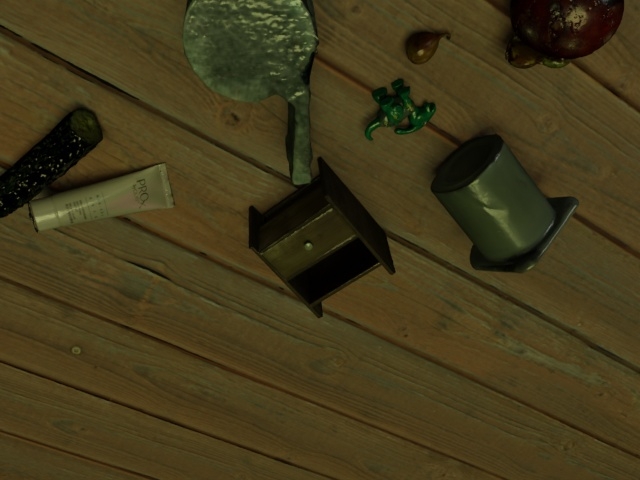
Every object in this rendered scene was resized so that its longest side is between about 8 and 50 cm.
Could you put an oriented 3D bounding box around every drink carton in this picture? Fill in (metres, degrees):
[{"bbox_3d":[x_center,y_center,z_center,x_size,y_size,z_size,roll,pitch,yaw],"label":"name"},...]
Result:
[{"bbox_3d":[0.305,-0.065,1.232,0.189,0.191,0.185,43,73,-21],"label":"drink carton"}]

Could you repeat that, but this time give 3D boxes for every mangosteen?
[{"bbox_3d":[0.372,-0.345,1.073,0.166,0.166,0.180,6,149,-9],"label":"mangosteen"}]

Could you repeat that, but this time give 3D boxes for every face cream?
[{"bbox_3d":[-0.387,-0.070,1.227,0.243,0.058,0.092,-16,126,-16],"label":"face cream"}]

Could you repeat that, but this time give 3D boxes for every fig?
[{"bbox_3d":[0.178,-0.321,1.132,0.083,0.050,0.050,-28,124,-8],"label":"fig"}]

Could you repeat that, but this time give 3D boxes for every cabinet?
[{"bbox_3d":[0.000,0.000,1.269,0.174,0.148,0.215,-33,120,16],"label":"cabinet"}]

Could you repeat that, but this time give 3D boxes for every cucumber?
[{"bbox_3d":[-0.497,-0.116,1.192,0.300,0.072,0.072,-33,121,19],"label":"cucumber"}]

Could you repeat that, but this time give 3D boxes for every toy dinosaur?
[{"bbox_3d":[0.133,-0.217,1.193,0.132,0.059,0.096,-31,127,6],"label":"toy dinosaur"}]

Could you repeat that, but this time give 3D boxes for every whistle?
[{"bbox_3d":[-0.068,-0.281,1.063,0.188,0.168,0.405,-28,127,15],"label":"whistle"}]
